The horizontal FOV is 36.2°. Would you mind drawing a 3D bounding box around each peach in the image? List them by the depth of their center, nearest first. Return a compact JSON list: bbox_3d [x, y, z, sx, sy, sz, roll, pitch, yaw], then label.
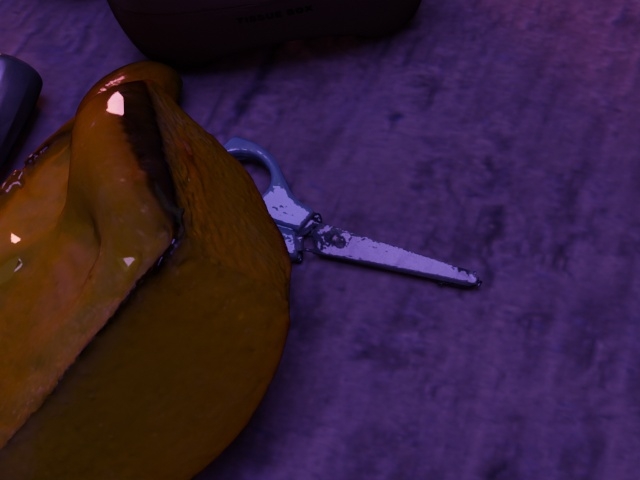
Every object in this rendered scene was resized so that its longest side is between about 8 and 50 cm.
[{"bbox_3d":[-0.192,0.051,0.944,0.306,0.242,0.380,31,89,44],"label":"peach"}]

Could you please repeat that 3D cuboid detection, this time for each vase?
[{"bbox_3d":[-0.392,-0.107,1.135,0.086,0.086,0.214,8,69,9],"label":"vase"}]

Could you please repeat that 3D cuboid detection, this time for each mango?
[{"bbox_3d":[-0.225,-0.143,1.130,0.115,0.089,0.165,3,61,5],"label":"mango"}]

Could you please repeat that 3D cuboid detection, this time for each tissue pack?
[{"bbox_3d":[-0.068,-0.377,1.134,0.387,0.277,0.267,-9,60,0],"label":"tissue pack"}]

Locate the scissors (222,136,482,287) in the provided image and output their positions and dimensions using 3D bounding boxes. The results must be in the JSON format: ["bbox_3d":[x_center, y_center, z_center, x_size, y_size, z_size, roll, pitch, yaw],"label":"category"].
[{"bbox_3d":[0.000,0.001,1.071,0.360,0.029,0.191,15,69,10],"label":"scissors"}]
